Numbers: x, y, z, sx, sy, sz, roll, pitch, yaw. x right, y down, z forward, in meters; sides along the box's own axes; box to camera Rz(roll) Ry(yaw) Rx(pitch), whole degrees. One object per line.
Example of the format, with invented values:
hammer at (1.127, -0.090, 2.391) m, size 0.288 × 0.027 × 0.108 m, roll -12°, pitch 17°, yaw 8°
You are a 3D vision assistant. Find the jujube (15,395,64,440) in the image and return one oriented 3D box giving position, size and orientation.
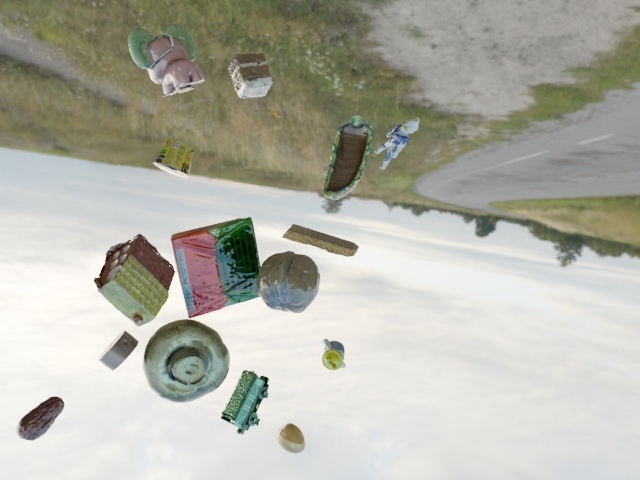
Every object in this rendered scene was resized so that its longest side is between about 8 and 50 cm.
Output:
jujube at (-0.750, 0.477, 1.323) m, size 0.077 × 0.077 × 0.129 m, roll 14°, pitch -131°, yaw 41°

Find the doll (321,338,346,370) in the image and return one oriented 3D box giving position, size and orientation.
doll at (0.057, 0.499, 2.141) m, size 0.098 × 0.135 × 0.241 m, roll -3°, pitch -177°, yaw 7°

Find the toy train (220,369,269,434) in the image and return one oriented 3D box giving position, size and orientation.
toy train at (-0.326, 0.718, 2.189) m, size 0.115 × 0.270 × 0.154 m, roll 1°, pitch 147°, yaw 46°

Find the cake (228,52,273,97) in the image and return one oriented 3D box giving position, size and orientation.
cake at (-0.276, -0.650, 1.954) m, size 0.135 × 0.147 × 0.134 m, roll -16°, pitch 178°, yaw -25°

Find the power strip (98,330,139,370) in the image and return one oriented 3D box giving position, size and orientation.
power strip at (-0.798, 0.436, 1.952) m, size 0.078 × 0.154 × 0.154 m, roll 46°, pitch 177°, yaw -14°

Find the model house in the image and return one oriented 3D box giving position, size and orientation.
model house at (-0.584, 0.134, 1.539) m, size 0.160 × 0.196 × 0.254 m, roll -30°, pitch -148°, yaw 10°

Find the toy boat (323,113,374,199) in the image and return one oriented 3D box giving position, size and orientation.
toy boat at (0.066, -0.191, 1.246) m, size 0.108 × 0.293 × 0.099 m, roll 4°, pitch 145°, yaw 22°

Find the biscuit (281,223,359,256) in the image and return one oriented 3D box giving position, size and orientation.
biscuit at (0.000, 0.000, 2.397) m, size 0.378 × 0.054 × 0.094 m, roll 17°, pitch -151°, yaw 16°

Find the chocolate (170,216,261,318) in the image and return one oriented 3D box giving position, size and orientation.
chocolate at (-0.432, 0.095, 2.049) m, size 0.341 × 0.361 × 0.161 m, roll -15°, pitch -159°, yaw -23°

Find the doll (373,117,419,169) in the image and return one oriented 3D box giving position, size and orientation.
doll at (0.268, -0.359, 1.728) m, size 0.057 × 0.114 × 0.227 m, roll 15°, pitch 141°, yaw -30°

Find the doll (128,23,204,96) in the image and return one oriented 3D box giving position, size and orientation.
doll at (-0.595, -0.723, 1.948) m, size 0.284 × 0.269 × 0.216 m, roll -30°, pitch -165°, yaw -39°

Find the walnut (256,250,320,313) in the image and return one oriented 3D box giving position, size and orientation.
walnut at (-0.124, 0.156, 1.905) m, size 0.248 × 0.249 × 0.248 m, roll 8°, pitch -173°, yaw -1°

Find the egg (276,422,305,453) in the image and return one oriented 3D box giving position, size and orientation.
egg at (-0.089, 0.621, 1.540) m, size 0.096 × 0.080 × 0.080 m, roll 42°, pitch -171°, yaw 2°

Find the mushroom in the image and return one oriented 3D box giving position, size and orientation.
mushroom at (-0.546, 0.495, 2.008) m, size 0.351 × 0.353 × 0.260 m, roll 6°, pitch -177°, yaw -15°

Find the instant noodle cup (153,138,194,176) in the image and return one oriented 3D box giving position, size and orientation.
instant noodle cup at (-0.587, -0.336, 2.009) m, size 0.151 × 0.122 × 0.151 m, roll 21°, pitch 173°, yaw 3°
